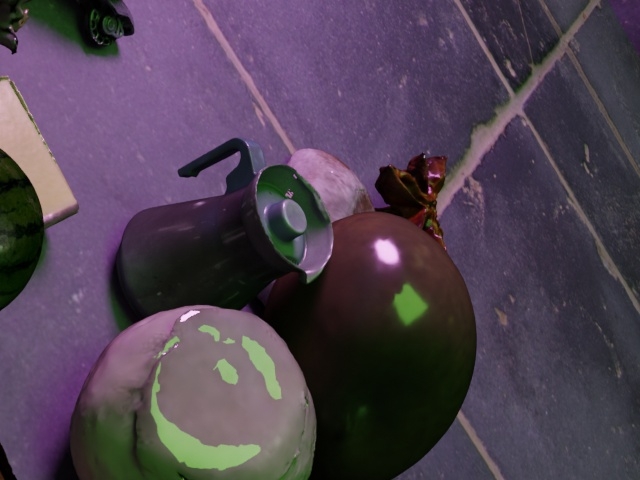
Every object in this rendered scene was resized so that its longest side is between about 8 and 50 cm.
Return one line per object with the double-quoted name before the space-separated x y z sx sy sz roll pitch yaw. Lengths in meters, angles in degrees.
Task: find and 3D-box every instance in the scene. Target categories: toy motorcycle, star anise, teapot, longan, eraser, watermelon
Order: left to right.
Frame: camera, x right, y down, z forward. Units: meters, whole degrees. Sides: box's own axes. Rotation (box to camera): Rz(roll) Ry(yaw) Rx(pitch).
"watermelon" -0.361 -0.008 1.248 0.188 0.188 0.214 65 27 1
"eraser" -0.347 -0.083 1.433 0.172 0.058 0.117 62 33 -4
"toy motorcycle" -0.290 -0.366 1.637 0.157 0.091 0.263 -60 138 -27
"teapot" -0.115 -0.003 1.552 0.171 0.225 0.203 6 64 -54
"longan" 0.057 0.139 1.629 0.288 0.288 0.350 -2 105 -55
"star anise" 0.148 -0.046 2.056 0.212 0.111 0.196 62 38 -18

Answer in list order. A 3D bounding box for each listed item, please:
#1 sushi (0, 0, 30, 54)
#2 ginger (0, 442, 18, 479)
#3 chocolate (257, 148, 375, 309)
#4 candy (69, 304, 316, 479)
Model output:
"sushi" -0.372 -0.350 1.444 0.139 0.184 0.274 -45 120 -40
"ginger" -0.301 0.271 1.229 0.309 0.107 0.133 57 11 -10
"chocolate" 0.000 0.000 1.836 0.185 0.100 0.303 54 37 -21
"candy" -0.135 0.207 1.426 0.295 0.185 0.295 14 65 -33
